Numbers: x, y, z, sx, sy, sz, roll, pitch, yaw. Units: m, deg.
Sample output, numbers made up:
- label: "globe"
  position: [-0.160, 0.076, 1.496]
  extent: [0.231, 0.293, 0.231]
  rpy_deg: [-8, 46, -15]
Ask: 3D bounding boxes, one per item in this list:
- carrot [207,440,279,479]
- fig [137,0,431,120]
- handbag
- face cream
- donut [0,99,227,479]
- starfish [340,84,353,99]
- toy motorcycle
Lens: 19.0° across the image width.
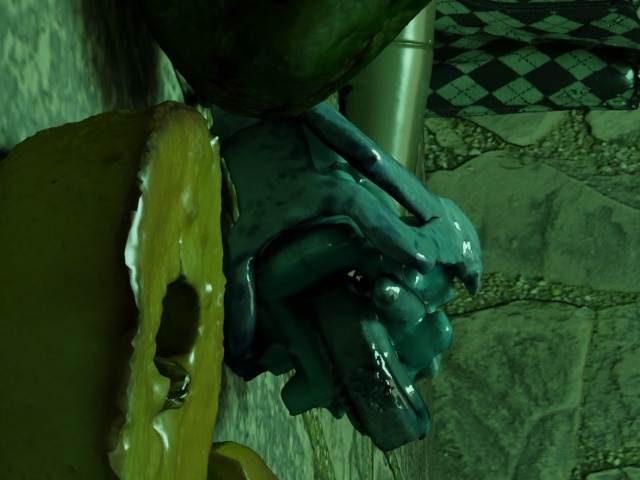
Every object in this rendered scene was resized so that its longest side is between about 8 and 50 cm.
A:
- label: "carrot"
  position: [-0.038, 0.148, 0.931]
  extent: [0.260, 0.070, 0.070]
  rpy_deg: [69, 20, -73]
- label: "fig"
  position: [-0.032, -0.191, 0.856]
  extent: [0.235, 0.203, 0.203]
  rpy_deg: [49, 7, 2]
- label: "handbag"
  position: [0.210, -0.308, 2.133]
  extent: [0.180, 0.316, 0.416]
  rpy_deg: [90, 3, -46]
- label: "face cream"
  position: [0.055, -0.069, 1.794]
  extent: [0.137, 0.084, 0.341]
  rpy_deg: [-127, -138, -85]
- label: "donut"
  position: [-0.075, 0.032, 0.657]
  extent: [0.178, 0.065, 0.162]
  rpy_deg: [44, 49, -82]
- label: "starfish"
  position: [0.057, -0.364, 1.473]
  extent: [0.324, 0.082, 0.432]
  rpy_deg: [121, -21, -45]
- label: "toy motorcycle"
  position: [0.000, 0.000, 1.029]
  extent: [0.206, 0.154, 0.260]
  rpy_deg: [63, 5, -12]
